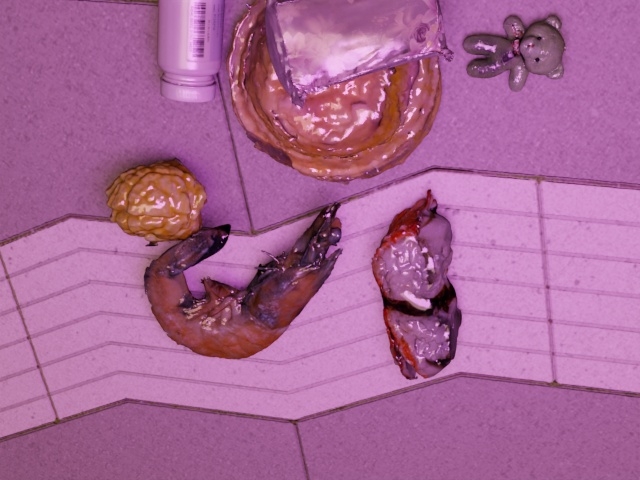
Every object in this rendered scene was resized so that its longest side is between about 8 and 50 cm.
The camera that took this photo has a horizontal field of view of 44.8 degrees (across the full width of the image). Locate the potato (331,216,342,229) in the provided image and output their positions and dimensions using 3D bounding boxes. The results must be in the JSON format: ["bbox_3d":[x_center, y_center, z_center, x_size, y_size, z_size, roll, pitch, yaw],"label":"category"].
[{"bbox_3d":[0.000,0.001,1.356,0.093,0.036,0.037,-32,101,18],"label":"potato"}]

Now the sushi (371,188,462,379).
[{"bbox_3d":[0.170,0.084,1.319,0.130,0.124,0.332,-5,113,22],"label":"sushi"}]

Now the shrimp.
[{"bbox_3d":[-0.132,0.056,1.342,0.272,0.085,0.445,35,125,-20],"label":"shrimp"}]

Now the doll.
[{"bbox_3d":[0.294,-0.283,1.181,0.151,0.077,0.115,-5,101,23],"label":"doll"}]

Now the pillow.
[{"bbox_3d":[0.051,-0.292,1.080,0.255,0.059,0.169,-15,94,2],"label":"pillow"}]

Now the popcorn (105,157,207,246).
[{"bbox_3d":[-0.276,-0.059,1.317,0.174,0.173,0.142,-22,85,16],"label":"popcorn"}]

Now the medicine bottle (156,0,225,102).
[{"bbox_3d":[-0.205,-0.319,1.221,0.103,0.102,0.186,8,113,5],"label":"medicine bottle"}]

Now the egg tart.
[{"bbox_3d":[0.016,-0.244,1.198,0.352,0.150,0.351,2,109,7],"label":"egg tart"}]
